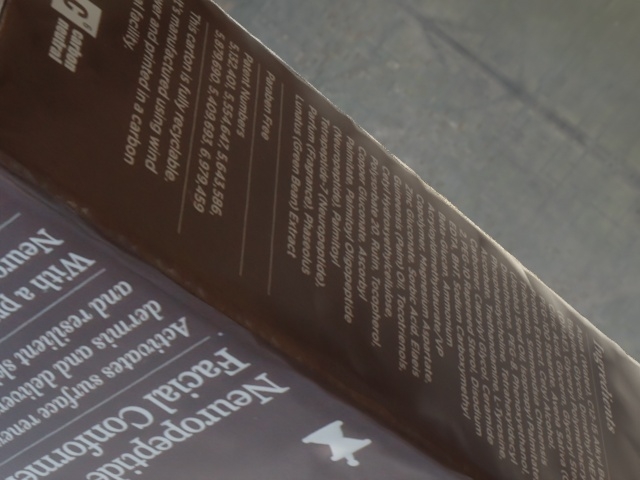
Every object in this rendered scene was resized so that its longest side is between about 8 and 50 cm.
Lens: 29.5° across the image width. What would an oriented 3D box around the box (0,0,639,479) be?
[{"bbox_3d":[-0.026,0.066,0.479,0.381,0.191,0.143,36,-143,-32],"label":"box"}]
